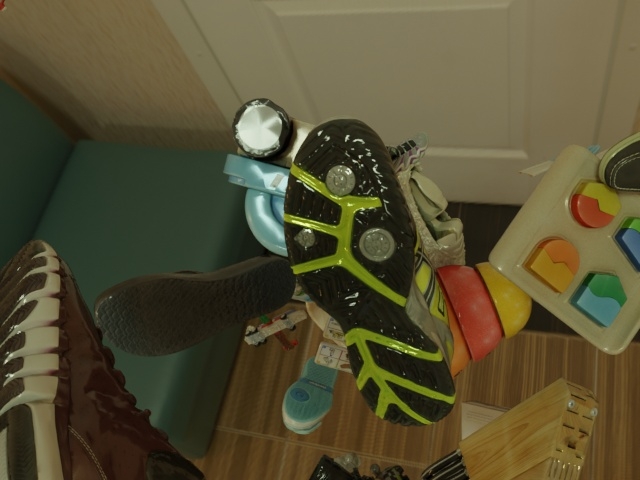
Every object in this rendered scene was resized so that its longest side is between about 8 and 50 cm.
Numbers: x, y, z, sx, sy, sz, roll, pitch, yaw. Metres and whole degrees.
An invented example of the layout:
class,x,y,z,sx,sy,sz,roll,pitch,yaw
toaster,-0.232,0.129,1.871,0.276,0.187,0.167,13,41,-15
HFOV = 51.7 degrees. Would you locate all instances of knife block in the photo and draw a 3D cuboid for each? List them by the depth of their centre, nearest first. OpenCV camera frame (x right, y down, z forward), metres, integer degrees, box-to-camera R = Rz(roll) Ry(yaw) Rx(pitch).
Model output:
class,x,y,z,sx,sy,sz,roll,pitch,yaw
knife block,0.285,0.338,1.053,0.242,0.088,0.276,7,75,54

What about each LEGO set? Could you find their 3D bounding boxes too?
class,x,y,z,sx,sy,sz,roll,pitch,yaw
LEGO set,-0.032,0.121,1.121,0.244,0.183,0.060,14,33,-3

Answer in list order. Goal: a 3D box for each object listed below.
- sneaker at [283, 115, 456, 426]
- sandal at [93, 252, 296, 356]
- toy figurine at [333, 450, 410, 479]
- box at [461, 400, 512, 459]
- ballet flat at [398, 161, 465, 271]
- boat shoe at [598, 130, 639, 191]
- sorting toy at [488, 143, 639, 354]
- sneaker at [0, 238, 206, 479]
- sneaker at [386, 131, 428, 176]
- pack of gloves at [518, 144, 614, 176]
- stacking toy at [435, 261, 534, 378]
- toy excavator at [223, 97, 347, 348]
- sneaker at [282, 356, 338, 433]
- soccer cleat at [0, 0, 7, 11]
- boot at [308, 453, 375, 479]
class,x,y,z,sx,sy,sz,roll,pitch,yaw
sneaker,0.063,0.034,0.784,0.145,0.385,0.147,-10,24,17
sandal,-0.147,0.073,0.795,0.054,0.254,0.097,24,116,49
toy figurine,0.077,0.577,1.429,0.213,0.148,0.210,9,96,36
box,0.426,0.556,1.556,0.058,0.232,0.322,2,85,-27
ballet flat,0.305,-0.056,1.806,0.147,0.409,0.147,-33,21,15
boat shoe,0.446,-0.091,0.769,0.223,0.080,0.073,-8,38,1
sorting toy,0.345,0.011,0.828,0.208,0.038,0.193,36,86,-4
sneaker,-0.168,0.123,0.469,0.106,0.162,0.281,-42,37,9
sneaker,0.115,-0.130,0.970,0.098,0.069,0.038,-47,62,5
pack of gloves,0.686,-0.197,1.780,0.232,0.195,0.046,-21,103,-5
stacking toy,0.428,0.170,1.733,0.479,0.350,0.351,-22,60,8
toy excavator,0.000,0.000,1.271,0.432,0.222,0.445,17,95,5
sneaker,-0.044,0.475,1.803,0.127,0.319,0.208,24,111,9
soccer cleat,-0.243,-0.201,0.496,0.083,0.035,0.029,-22,55,37
boot,0.021,0.323,0.780,0.099,0.045,0.121,31,88,0
